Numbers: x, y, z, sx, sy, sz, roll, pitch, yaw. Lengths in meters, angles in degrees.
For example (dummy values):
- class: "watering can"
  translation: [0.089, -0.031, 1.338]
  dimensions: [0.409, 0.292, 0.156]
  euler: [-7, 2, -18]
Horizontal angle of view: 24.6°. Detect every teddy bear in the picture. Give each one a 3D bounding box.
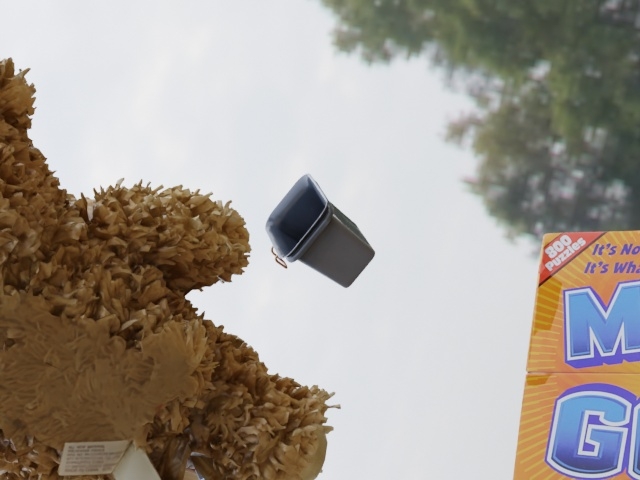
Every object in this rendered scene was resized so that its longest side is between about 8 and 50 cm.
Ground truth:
- class: "teddy bear"
  translation: [-0.130, 0.062, 0.738]
  dimensions: [0.338, 0.113, 0.245]
  euler: [29, -88, -32]

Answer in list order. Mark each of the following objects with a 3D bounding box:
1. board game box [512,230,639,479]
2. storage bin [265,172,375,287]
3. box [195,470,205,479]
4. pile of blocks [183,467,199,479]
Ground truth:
- class: "board game box"
  translation: [0.458, 0.221, 1.709]
  dimensions: [0.356, 0.356, 0.356]
  euler: [48, -133, -53]
- class: "storage bin"
  translation: [0.000, 0.000, 1.684]
  dimensions: [0.098, 0.091, 0.135]
  euler: [-51, 21, 8]
- class: "box"
  translation: [-0.104, 0.212, 1.405]
  dimensions: [0.067, 0.018, 0.083]
  euler: [64, -176, 18]
- class: "pile of blocks"
  translation: [-0.276, 0.275, 2.002]
  dimensions: [0.149, 0.362, 0.112]
  euler: [-3, -68, -70]
